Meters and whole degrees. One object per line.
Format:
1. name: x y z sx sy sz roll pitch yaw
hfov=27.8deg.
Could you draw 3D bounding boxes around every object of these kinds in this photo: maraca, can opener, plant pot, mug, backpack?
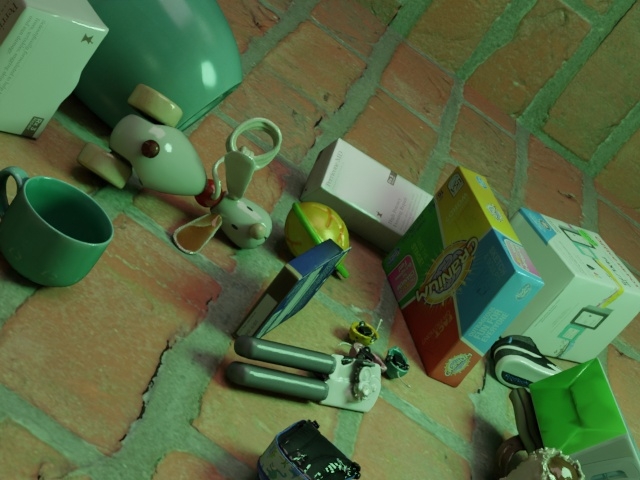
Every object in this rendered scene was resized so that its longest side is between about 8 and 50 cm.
1. maraca: 0.000 0.000 2.150 0.127 0.099 0.185 61 5 28
2. can opener: -0.021 0.187 1.812 0.093 0.074 0.280 11 -4 46
3. plant pot: -0.267 -0.291 2.084 0.235 0.293 0.293 53 22 -4
4. mug: -0.347 -0.012 1.646 0.129 0.097 0.157 15 31 -42
5. backpack: -0.025 0.283 1.577 0.105 0.084 0.114 44 18 15

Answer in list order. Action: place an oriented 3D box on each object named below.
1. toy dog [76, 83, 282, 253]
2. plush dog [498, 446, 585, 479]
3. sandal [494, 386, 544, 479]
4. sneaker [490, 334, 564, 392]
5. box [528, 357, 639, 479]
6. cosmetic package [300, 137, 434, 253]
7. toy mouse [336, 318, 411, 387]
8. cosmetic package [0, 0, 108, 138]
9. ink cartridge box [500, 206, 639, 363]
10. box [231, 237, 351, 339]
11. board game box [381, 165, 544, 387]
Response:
1. toy dog: -0.190 -0.095 1.938 0.334 0.220 0.161 14 9 -28
2. plush dog: 0.269 0.430 1.671 0.225 0.211 0.262 43 47 -27
3. sandal: 0.306 0.343 1.960 0.302 0.086 0.120 -87 158 -62
4. sneaker: 0.403 0.233 2.317 0.217 0.079 0.121 29 25 -17
5. box: 0.418 0.344 1.936 0.262 0.127 0.231 -82 146 -72
6. cosmetic package: 0.091 -0.075 2.376 0.231 0.085 0.117 30 60 -19
7. toy mouse: 0.088 0.185 2.003 0.143 0.031 0.161 49 25 25
8. cosmetic package: -0.498 -0.356 1.933 0.156 0.217 0.385 12 31 -47
9. ink cartridge box: 0.455 0.093 2.509 0.270 0.197 0.198 15 32 -45
10. box: -0.039 0.070 1.898 0.036 0.136 0.225 42 22 9
11. board game box: 0.233 0.055 2.195 0.064 0.242 0.316 24 26 -28
